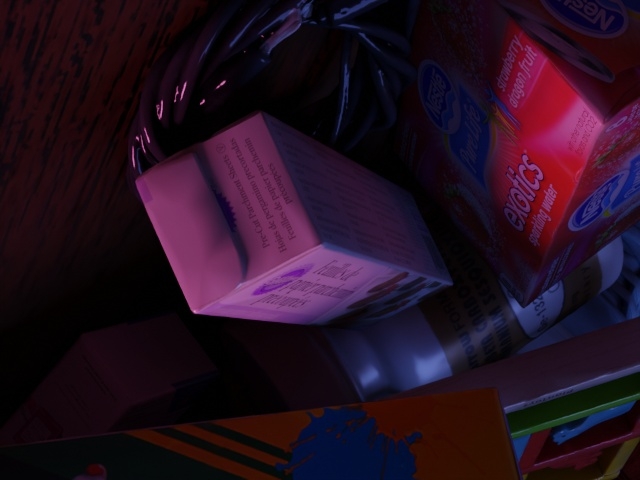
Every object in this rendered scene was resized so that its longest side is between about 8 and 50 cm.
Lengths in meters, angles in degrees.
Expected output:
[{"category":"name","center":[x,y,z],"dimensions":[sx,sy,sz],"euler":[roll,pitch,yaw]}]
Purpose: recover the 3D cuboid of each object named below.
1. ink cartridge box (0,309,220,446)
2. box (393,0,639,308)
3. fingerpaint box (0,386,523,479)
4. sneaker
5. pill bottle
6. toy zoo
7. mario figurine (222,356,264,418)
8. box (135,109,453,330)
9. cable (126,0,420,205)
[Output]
[{"category":"ink cartridge box","center":[-0.129,0.102,1.011],"dimensions":[0.122,0.052,0.088],"euler":[-46,163,29]},{"category":"box","center":[0.128,-0.083,0.925],"dimensions":[0.122,0.128,0.257],"euler":[-35,164,-14]},{"category":"fingerpaint box","center":[-0.105,0.254,1.021],"dimensions":[0.371,0.163,0.445],"euler":[-6,155,-13]},{"category":"sneaker","center":[0.195,0.007,1.295],"dimensions":[0.150,0.135,0.366],"euler":[-50,-177,15]},{"category":"pill bottle","center":[0.060,0.031,1.088],"dimensions":[0.229,0.131,0.131],"euler":[-34,164,-13]},{"category":"toy zoo","center":[0.116,0.135,1.123],"dimensions":[0.192,0.030,0.293],"euler":[-16,157,-10]},{"category":"mario figurine","center":[0.009,0.188,1.293],"dimensions":[0.198,0.170,0.320],"euler":[-3,145,-4]},{"category":"box","center":[0.000,0.000,0.861],"dimensions":[0.063,0.067,0.324],"euler":[-28,171,10]},{"category":"cable","center":[-0.022,-0.059,0.807],"dimensions":[0.150,0.047,0.184],"euler":[-32,164,-21]}]
